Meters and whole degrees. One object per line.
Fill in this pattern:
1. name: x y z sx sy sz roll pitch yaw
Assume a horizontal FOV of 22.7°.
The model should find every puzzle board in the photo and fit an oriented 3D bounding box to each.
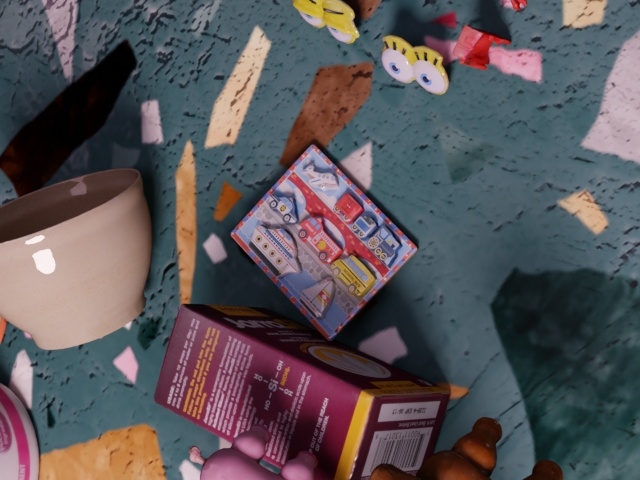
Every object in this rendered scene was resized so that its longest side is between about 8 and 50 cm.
1. puzzle board: 0.000 0.000 1.205 0.096 0.011 0.128 -47 60 5

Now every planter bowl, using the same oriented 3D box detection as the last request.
1. planter bowl: -0.205 0.022 1.295 0.162 0.162 0.109 -8 109 36

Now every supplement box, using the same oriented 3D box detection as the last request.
1. supplement box: -0.015 0.114 1.168 0.188 0.104 0.080 22 100 35

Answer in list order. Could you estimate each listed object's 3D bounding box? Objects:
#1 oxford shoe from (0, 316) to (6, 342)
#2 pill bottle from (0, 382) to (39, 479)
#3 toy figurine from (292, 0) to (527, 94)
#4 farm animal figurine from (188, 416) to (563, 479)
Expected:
1. oxford shoe: -0.355 -0.015 1.430 0.097 0.098 0.271 -31 70 31
2. pill bottle: -0.388 0.194 1.327 0.160 0.283 0.160 -2 87 37
3. toy figurine: -0.037 -0.261 1.137 0.362 0.217 0.191 36 108 32
4. farm animal figurine: 0.024 0.277 1.023 0.330 0.172 0.326 -25 103 34
